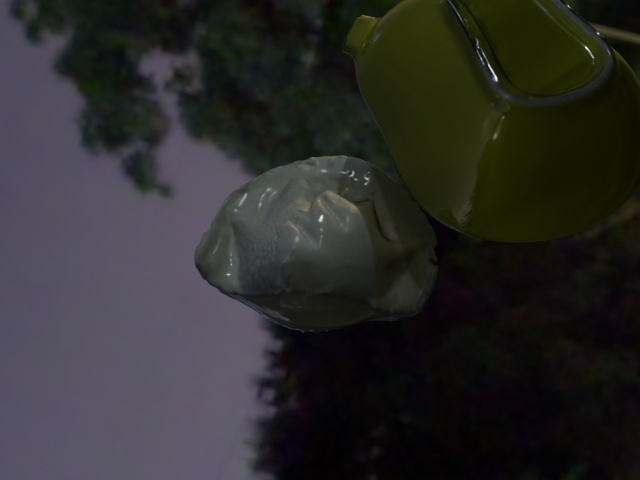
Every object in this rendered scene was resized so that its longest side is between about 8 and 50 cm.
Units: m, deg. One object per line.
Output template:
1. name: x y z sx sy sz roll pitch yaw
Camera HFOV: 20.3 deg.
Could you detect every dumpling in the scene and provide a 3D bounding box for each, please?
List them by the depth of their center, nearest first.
1. dumpling: -0.001 -0.001 1.500 0.111 0.181 0.155 -21 52 56

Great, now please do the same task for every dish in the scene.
1. dish: 0.150 -0.134 1.409 0.221 0.262 0.108 -20 -30 -23
